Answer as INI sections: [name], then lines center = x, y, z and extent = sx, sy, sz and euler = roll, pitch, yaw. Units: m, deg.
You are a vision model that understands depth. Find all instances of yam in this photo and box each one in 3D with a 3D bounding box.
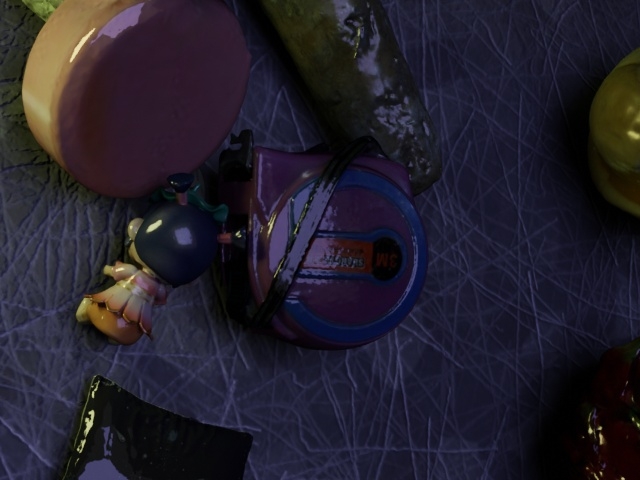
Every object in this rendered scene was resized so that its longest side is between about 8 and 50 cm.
[yam]
center = 0.043, -0.198, 1.712
extent = 0.133, 0.133, 0.330
euler = -35, 103, -30

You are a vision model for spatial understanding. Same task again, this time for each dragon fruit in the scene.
[dragon fruit]
center = 0.452, 0.259, 1.796
extent = 0.329, 0.329, 0.329
euler = 5, 80, -31

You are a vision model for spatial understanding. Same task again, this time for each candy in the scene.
[candy]
center = -0.185, -0.170, 1.520
extent = 0.255, 0.094, 0.255
euler = -25, 134, -29

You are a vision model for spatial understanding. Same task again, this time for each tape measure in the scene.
[tape measure]
center = 0.000, 0.000, 1.631
extent = 0.231, 0.149, 0.245
euler = 4, 88, -30

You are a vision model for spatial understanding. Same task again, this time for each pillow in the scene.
[pillow]
center = -0.172, 0.242, 1.555
extent = 0.208, 0.055, 0.141
euler = 25, 64, -26

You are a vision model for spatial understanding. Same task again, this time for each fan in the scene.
[fan]
center = -0.159, -0.054, 1.639
extent = 0.080, 0.003, 0.060
euler = -40, 103, -30

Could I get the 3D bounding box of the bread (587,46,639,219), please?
[bread]
center = 0.496, -0.110, 1.923
extent = 0.341, 0.210, 0.300
euler = -3, 51, -37

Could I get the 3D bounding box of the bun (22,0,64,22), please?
[bun]
center = -0.246, -0.316, 1.567
extent = 0.221, 0.108, 0.221
euler = 0, 89, -39

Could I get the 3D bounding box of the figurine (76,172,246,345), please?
[figurine]
center = -0.167, 0.029, 1.538
extent = 0.111, 0.102, 0.195
euler = 35, 83, -23
